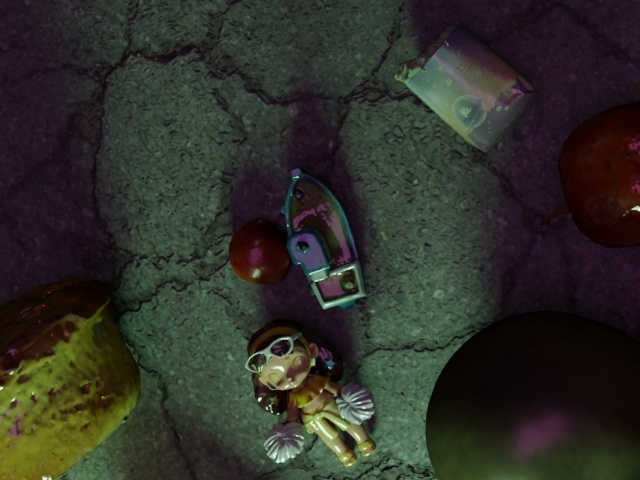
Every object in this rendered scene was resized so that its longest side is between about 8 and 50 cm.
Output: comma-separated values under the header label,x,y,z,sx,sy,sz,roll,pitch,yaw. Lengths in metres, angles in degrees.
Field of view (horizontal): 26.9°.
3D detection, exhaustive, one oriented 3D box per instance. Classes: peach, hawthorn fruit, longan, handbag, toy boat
label,x,y,z,sx,sy,sz,roll,pitch,yaw
peach,-0.088,0.019,1.910,0.098,0.061,0.098,3,100,17
hawthorn fruit,0.387,-0.075,1.753,0.243,0.207,0.207,-24,92,31
longan,0.296,0.239,1.742,0.318,0.319,0.319,1,97,11
handbag,0.195,-0.213,1.814,0.173,0.095,0.117,40,99,1
toy boat,0.000,0.000,1.872,0.088,0.102,0.215,-18,92,10

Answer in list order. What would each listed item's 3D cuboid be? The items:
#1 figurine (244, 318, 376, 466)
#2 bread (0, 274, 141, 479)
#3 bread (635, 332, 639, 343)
label,x,y,z,sx,sy,sz,roll,pitch,yaw
figurine,-0.013,0.220,1.893,0.174,0.116,0.240,-33,96,15
bread,-0.430,0.213,1.856,0.398,0.398,0.215,-28,103,13
bread,0.462,0.141,1.822,0.066,0.060,0.110,24,98,-6
